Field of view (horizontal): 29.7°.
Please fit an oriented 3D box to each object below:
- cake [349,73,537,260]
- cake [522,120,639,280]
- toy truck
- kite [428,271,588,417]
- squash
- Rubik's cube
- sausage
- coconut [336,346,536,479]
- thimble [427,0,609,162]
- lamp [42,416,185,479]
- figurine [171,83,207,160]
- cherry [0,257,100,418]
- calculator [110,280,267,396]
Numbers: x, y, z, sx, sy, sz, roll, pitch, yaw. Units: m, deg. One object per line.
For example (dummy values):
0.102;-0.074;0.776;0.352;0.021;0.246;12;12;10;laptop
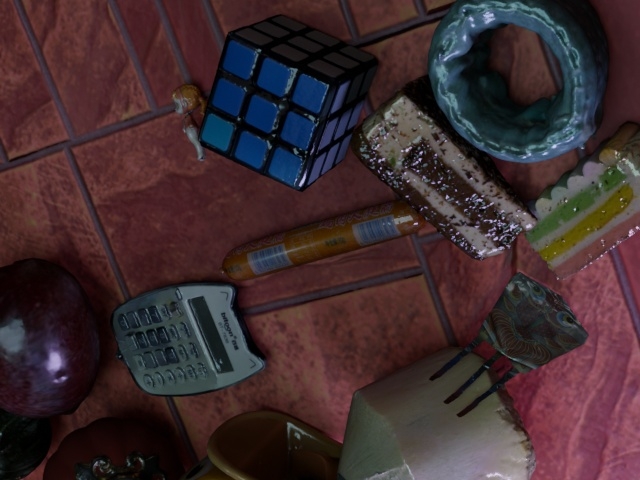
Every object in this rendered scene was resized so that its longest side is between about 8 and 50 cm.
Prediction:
0.146;-0.081;1.506;0.112;0.135;0.246;-38;80;30;cake
0.337;-0.040;1.486;0.109;0.090;0.225;46;121;-2;cake
-0.084;0.386;1.759;0.288;0.204;0.211;17;112;18;toy truck
0.230;0.136;1.540;0.127;0.229;0.016;47;155;22;kite
-0.533;0.307;1.962;0.193;0.156;0.193;28;132;37;squash
-0.042;-0.181;1.559;0.162;0.163;0.160;26;117;12;Rubik's cube
0.000;0.000;1.668;0.348;0.053;0.053;-16;101;28;sausage
0.138;0.278;1.593;0.244;0.239;0.239;-26;98;-7;coconut
0.245;-0.202;1.436;0.235;0.143;0.198;48;120;0;thimble
-0.320;0.385;1.871;0.227;0.227;0.227;8;111;21;lamp
-0.175;-0.166;1.685;0.047;0.064;0.109;-15;88;4;figurine
-0.448;0.152;1.842;0.230;0.203;0.300;-16;114;20;cherry
-0.209;0.151;1.823;0.268;0.040;0.177;-14;102;28;calculator
